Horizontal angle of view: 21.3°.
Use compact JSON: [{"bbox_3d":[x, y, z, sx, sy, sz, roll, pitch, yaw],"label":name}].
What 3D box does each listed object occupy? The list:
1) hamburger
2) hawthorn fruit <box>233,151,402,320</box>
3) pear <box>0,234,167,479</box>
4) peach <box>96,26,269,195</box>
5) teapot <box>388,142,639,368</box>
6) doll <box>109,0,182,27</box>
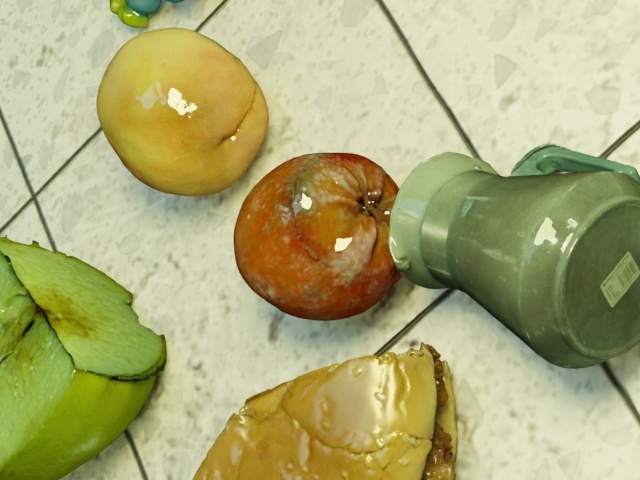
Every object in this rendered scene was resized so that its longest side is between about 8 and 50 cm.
[{"bbox_3d":[0.007,0.207,1.565,0.245,0.155,0.282,25,96,35],"label":"hamburger"},{"bbox_3d":[0.000,0.000,1.637,0.173,0.173,0.173,-15,65,35],"label":"hawthorn fruit"},{"bbox_3d":[-0.306,0.165,1.836,0.292,0.159,0.292,-19,61,38],"label":"pear"},{"bbox_3d":[-0.144,-0.132,1.797,0.184,0.184,0.184,-15,65,35],"label":"peach"},{"bbox_3d":[0.190,-0.004,1.492,0.203,0.171,0.225,-42,36,-21],"label":"teapot"},{"bbox_3d":[-0.160,-0.420,1.985,0.341,0.099,0.346,-53,43,29],"label":"doll"}]
